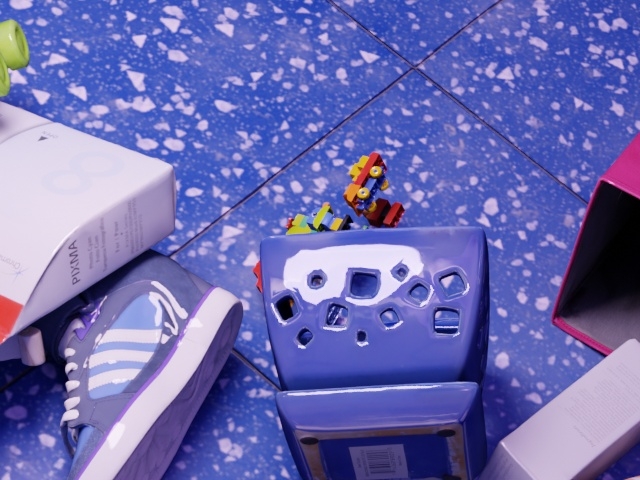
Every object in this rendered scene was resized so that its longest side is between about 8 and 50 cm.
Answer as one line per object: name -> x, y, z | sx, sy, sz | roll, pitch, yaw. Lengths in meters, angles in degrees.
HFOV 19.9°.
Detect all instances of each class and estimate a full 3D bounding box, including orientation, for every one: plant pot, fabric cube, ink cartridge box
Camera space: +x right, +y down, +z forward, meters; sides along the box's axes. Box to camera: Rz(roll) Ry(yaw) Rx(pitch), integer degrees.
plant pot -> 0.063, 0.132, 1.878 | 0.235, 0.236, 0.212 | -4, 61, 5
fabric cube -> 0.455, 0.001, 2.084 | 0.259, 0.254, 0.258 | 30, 49, 17
ink cartridge box -> -0.386, -0.013, 1.867 | 0.308, 0.091, 0.385 | 22, 37, 31

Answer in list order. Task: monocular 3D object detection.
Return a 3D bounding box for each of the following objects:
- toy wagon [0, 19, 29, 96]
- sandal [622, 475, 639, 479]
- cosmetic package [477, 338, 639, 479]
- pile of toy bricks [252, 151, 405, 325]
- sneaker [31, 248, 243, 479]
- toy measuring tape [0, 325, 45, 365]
toy wagon -> -0.455, -0.173, 2.011 | 0.267, 0.068, 0.344 | -15, 18, 7
sandal -> 0.375, 0.293, 1.962 | 0.265, 0.102, 0.076 | 5, 51, -23
cosmetic package -> 0.276, 0.215, 1.974 | 0.231, 0.117, 0.085 | -31, 67, -34
pile of toy bricks -> 0.000, 0.000, 2.079 | 0.105, 0.118, 0.212 | 16, 63, 32
sneaker -> -0.249, 0.135, 1.888 | 0.236, 0.130, 0.323 | 22, 56, 14
toy measuring tape -> -0.440, 0.141, 1.790 | 0.330, 0.121, 0.121 | -5, 54, 2
